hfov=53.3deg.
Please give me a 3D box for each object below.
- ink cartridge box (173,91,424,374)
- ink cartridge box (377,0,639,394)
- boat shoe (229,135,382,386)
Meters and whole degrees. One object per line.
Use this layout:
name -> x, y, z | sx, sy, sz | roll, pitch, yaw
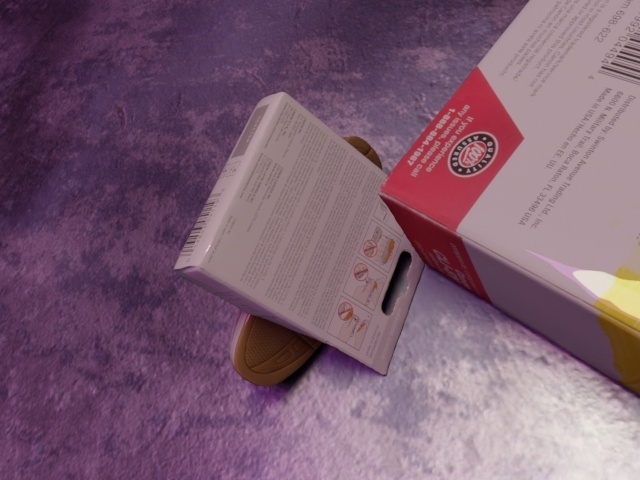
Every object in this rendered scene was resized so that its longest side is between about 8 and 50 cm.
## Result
ink cartridge box -> 0.000, 0.000, 0.602 | 0.056, 0.225, 0.180 | -3, 58, 53
ink cartridge box -> 0.288, -0.026, 0.496 | 0.385, 0.160, 0.279 | 34, 80, 36
boat shoe -> -0.026, 0.018, 0.669 | 0.096, 0.098, 0.277 | 2, 58, 49
